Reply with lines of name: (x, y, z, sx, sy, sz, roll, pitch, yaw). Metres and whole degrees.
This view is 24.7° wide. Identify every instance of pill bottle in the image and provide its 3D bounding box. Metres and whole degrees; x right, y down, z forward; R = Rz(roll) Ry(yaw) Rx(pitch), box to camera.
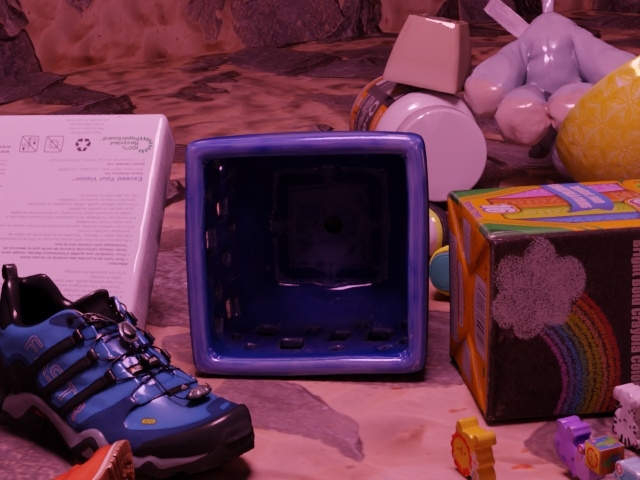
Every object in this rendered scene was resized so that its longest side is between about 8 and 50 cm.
pill bottle: (0.142, -0.150, 2.130, 0.162, 0.162, 0.278, -4, 15, -8)

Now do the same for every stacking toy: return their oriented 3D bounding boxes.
stacking toy: (0.222, 0.181, 1.126, 0.167, 0.052, 0.221, -10, 19, -19)

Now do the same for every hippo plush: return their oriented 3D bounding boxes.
hippo plush: (0.332, -0.190, 2.128, 0.234, 0.236, 0.294, -27, 49, -6)

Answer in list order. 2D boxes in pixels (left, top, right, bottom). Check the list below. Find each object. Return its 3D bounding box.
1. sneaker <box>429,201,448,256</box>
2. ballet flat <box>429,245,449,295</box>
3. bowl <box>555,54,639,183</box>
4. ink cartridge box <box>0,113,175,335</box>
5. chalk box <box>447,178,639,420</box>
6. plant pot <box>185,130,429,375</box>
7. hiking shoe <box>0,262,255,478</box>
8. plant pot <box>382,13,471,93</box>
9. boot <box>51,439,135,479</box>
sneaker: (0.064, -0.029, 1.844, 0.097, 0.084, 0.235, -14, 19, -35)
ballet flat: (0.232, 0.036, 1.613, 0.231, 0.077, 0.077, 4, 2, 28)
bowl: (0.470, -0.119, 1.920, 0.289, 0.289, 0.156, -9, 60, -23)
ink cartridge box: (-0.331, 0.019, 1.504, 0.324, 0.330, 0.071, 1, -28, 10)
chalk box: (0.276, 0.048, 1.357, 0.289, 0.180, 0.179, -3, 15, -7)
plant pot: (0.000, 0.000, 1.485, 0.236, 0.236, 0.212, 0, 9, 9)
hiking shoe: (-0.185, 0.113, 1.254, 0.304, 0.132, 0.113, 12, 21, 35)
plant pot: (0.160, -0.269, 2.078, 0.109, 0.096, 0.109, 13, 14, 15)
boot: (-0.193, 0.196, 1.108, 0.085, 0.059, 0.158, -3, 16, 15)
